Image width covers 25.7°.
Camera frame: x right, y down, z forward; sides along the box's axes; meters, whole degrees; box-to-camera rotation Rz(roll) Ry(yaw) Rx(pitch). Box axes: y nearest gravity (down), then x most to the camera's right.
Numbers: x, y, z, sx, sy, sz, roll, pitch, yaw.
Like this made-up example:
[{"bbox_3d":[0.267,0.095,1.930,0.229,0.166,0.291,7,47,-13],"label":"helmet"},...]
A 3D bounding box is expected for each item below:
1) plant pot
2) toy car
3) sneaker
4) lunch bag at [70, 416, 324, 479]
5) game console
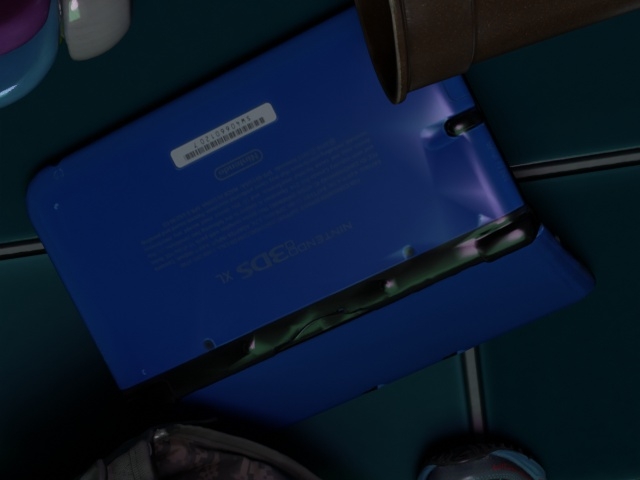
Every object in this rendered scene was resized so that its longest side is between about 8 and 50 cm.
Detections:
[{"bbox_3d":[0.098,-0.171,0.728,0.165,0.167,0.167,-14,129,-2],"label":"plant pot"},{"bbox_3d":[-0.181,-0.148,0.733,0.159,0.136,0.182,0,129,-4],"label":"toy car"},{"bbox_3d":[0.145,0.268,1.104,0.104,0.125,0.262,-14,129,7],"label":"sneaker"},{"bbox_3d":[-0.114,0.243,0.951,0.235,0.169,0.287,-36,133,17],"label":"lunch bag"},{"bbox_3d":[0.000,0.000,0.939,0.293,0.173,0.250,-25,95,16],"label":"game console"}]
